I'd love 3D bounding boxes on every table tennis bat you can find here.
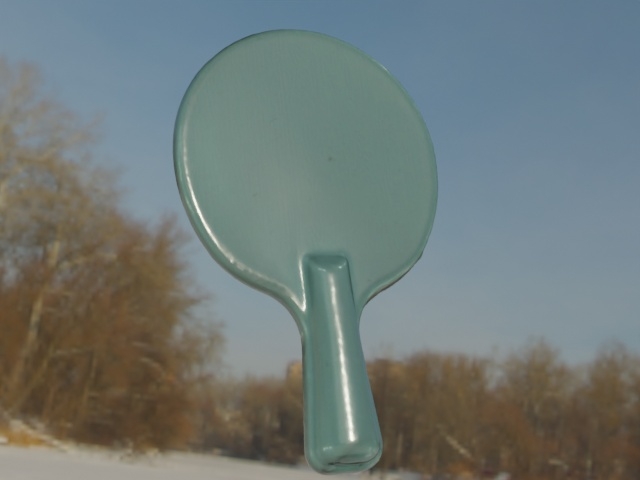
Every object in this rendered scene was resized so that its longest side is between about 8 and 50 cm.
[{"bbox_3d":[0.000,0.000,0.618,0.152,0.244,0.040,0,-17,-24],"label":"table tennis bat"}]
